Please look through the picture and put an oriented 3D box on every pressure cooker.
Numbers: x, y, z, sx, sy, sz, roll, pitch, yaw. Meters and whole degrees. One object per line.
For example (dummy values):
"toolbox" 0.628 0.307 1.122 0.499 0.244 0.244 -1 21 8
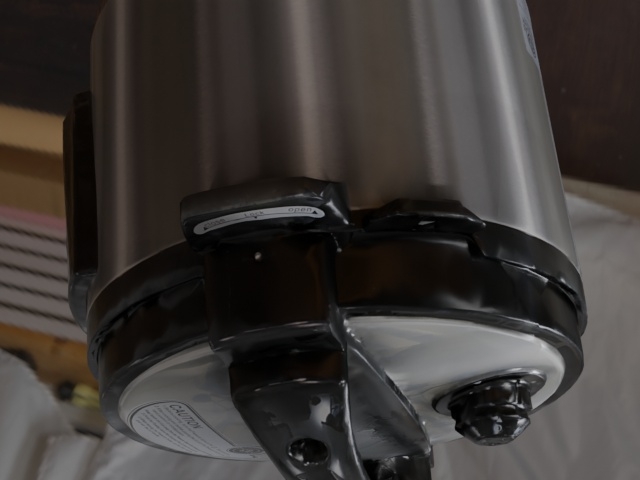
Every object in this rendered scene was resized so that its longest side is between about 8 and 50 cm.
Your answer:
"pressure cooker" 0.005 -0.002 0.804 0.370 0.420 0.375 11 150 -31
